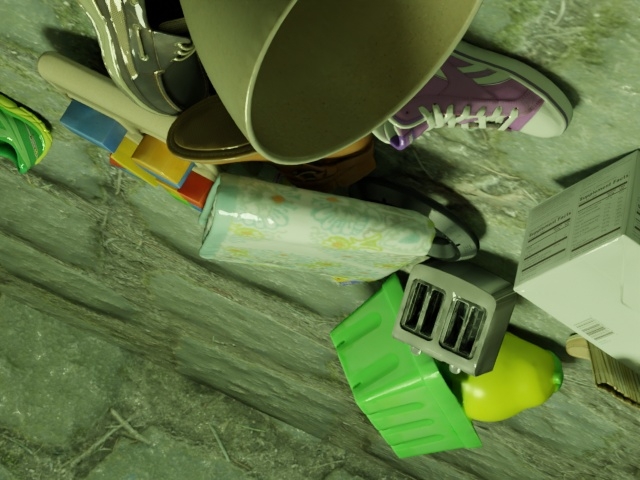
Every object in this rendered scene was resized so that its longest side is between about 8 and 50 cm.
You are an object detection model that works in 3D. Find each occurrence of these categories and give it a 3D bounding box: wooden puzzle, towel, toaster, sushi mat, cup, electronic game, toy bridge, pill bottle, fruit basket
[{"bbox_3d":[-0.286,-0.145,1.942,0.322,0.081,0.348,28,167,22],"label":"wooden puzzle"},{"bbox_3d":[-0.023,-0.014,1.836,0.320,0.090,0.374,8,171,-9],"label":"towel"},{"bbox_3d":[0.229,0.119,1.978,0.168,0.186,0.110,25,-161,24],"label":"toaster"},{"bbox_3d":[0.454,0.158,1.746,0.151,0.316,0.019,26,115,-7],"label":"sushi mat"},{"bbox_3d":[-0.018,-0.277,1.203,0.237,0.331,0.331,45,166,22],"label":"cup"},{"bbox_3d":[0.148,-0.034,1.890,0.229,0.048,0.229,27,165,8],"label":"electronic game"},{"bbox_3d":[-0.122,-0.135,1.973,0.188,0.026,0.063,5,149,42],"label":"toy bridge"},{"bbox_3d":[-0.035,-0.088,1.964,0.083,0.043,0.043,16,157,22],"label":"pill bottle"},{"bbox_3d":[0.250,0.234,2.227,0.391,0.283,0.392,-14,144,-11],"label":"fruit basket"}]

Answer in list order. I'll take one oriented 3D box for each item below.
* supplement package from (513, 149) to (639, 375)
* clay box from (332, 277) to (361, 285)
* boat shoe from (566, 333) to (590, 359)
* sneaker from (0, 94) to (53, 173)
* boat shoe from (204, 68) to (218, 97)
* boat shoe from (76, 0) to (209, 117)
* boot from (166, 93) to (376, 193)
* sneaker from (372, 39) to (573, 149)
[{"bbox_3d":[0.427,0.040,1.575,0.261,0.145,0.204,34,143,-20],"label":"supplement package"},{"bbox_3d":[0.000,0.000,2.122,0.222,0.053,0.127,33,157,-23],"label":"clay box"},{"bbox_3d":[0.494,0.200,2.050,0.170,0.059,0.063,1,149,45],"label":"boat shoe"},{"bbox_3d":[-0.643,-0.225,2.190,0.295,0.124,0.109,28,159,-8],"label":"sneaker"},{"bbox_3d":[-0.167,-0.200,1.816,0.083,0.065,0.183,12,154,33],"label":"boat shoe"},{"bbox_3d":[-0.219,-0.284,1.577,0.130,0.132,0.355,9,152,26],"label":"boat shoe"},{"bbox_3d":[-0.061,-0.134,1.721,0.283,0.109,0.220,-16,156,7],"label":"boot"},{"bbox_3d":[0.159,-0.156,1.442,0.282,0.161,0.102,24,157,-1],"label":"sneaker"}]
